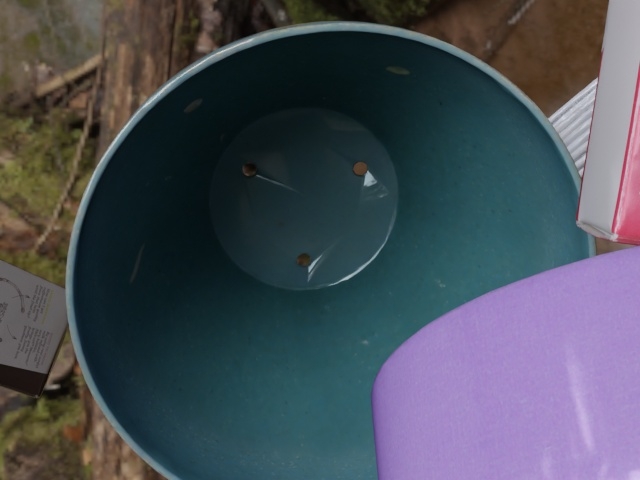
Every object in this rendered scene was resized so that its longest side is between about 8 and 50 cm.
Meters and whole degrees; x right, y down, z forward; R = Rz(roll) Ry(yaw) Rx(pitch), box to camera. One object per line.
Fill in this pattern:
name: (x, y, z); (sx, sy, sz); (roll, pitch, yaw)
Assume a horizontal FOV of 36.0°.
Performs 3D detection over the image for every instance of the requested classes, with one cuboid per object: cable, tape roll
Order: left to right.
cable: (0.349, -0.155, 1.177); (0.089, 0.257, 0.257); (47, 118, 5)
tape roll: (0.163, 0.099, 0.445); (0.275, 0.275, 0.090); (-35, 48, 43)

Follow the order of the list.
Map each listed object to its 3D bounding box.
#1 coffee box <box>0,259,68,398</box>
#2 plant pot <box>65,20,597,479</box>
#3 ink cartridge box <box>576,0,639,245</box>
coffee box: (-0.410, 0.045, 0.955); (0.168, 0.297, 0.119); (8, 73, 40)
plant pot: (0.000, 0.000, 0.624); (0.195, 0.290, 0.290); (-109, 31, -71)
ink cartridge box: (0.256, -0.070, 0.454); (0.237, 0.100, 0.172); (8, 95, 4)
